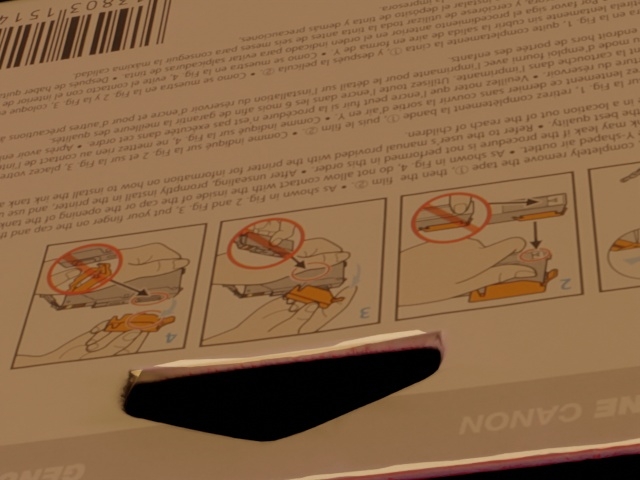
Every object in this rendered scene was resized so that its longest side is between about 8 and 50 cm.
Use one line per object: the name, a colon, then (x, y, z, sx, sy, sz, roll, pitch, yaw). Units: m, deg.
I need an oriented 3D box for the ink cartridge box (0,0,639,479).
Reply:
ink cartridge box: (0.000, 0.000, 0.554, 0.296, 0.066, 0.261, -8, 40, 11)
